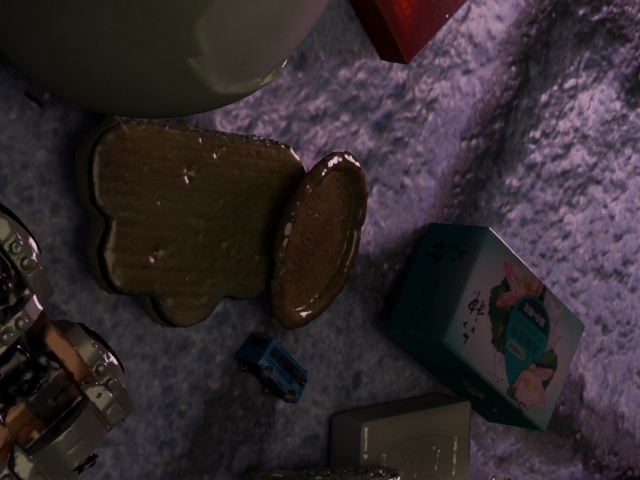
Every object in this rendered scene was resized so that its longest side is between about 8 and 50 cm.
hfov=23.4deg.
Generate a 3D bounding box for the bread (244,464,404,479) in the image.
[{"bbox_3d":[-0.015,0.307,1.675,0.232,0.064,0.172,-40,108,-5],"label":"bread"}]

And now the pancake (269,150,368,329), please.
[{"bbox_3d":[-0.001,0.000,1.633,0.199,0.021,0.199,-44,143,-46],"label":"pancake"}]

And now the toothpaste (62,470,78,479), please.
[{"bbox_3d":[-0.264,0.322,1.509,0.064,0.041,0.218,-4,102,-54],"label":"toothpaste"}]

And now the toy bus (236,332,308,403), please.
[{"bbox_3d":[-0.049,0.137,1.652,0.046,0.038,0.083,-57,132,-19],"label":"toy bus"}]

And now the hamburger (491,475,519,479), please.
[{"bbox_3d":[0.223,0.427,1.864,0.294,0.179,0.276,8,92,-58],"label":"hamburger"}]

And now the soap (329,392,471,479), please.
[{"bbox_3d":[0.093,0.250,1.793,0.183,0.063,0.121,-7,103,-42],"label":"soap"}]

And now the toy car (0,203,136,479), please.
[{"bbox_3d":[-0.297,0.100,1.370,0.193,0.118,0.301,-42,125,-23],"label":"toy car"}]

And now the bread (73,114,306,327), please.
[{"bbox_3d":[-0.134,-0.016,1.521,0.286,0.056,0.207,11,92,-44],"label":"bread"}]

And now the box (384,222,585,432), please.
[{"bbox_3d":[0.197,0.104,1.815,0.245,0.092,0.153,41,65,-41],"label":"box"}]

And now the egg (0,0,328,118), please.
[{"bbox_3d":[-0.127,-0.240,1.288,0.278,0.336,0.278,-9,102,-49],"label":"egg"}]

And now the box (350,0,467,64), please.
[{"bbox_3d":[0.112,-0.288,1.677,0.175,0.048,0.112,-49,128,-22],"label":"box"}]
